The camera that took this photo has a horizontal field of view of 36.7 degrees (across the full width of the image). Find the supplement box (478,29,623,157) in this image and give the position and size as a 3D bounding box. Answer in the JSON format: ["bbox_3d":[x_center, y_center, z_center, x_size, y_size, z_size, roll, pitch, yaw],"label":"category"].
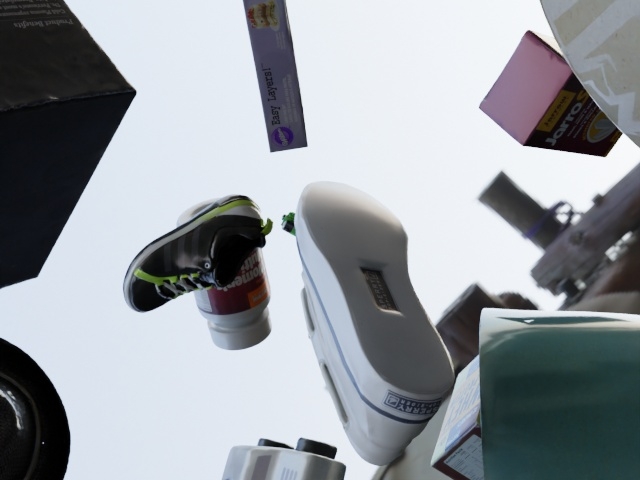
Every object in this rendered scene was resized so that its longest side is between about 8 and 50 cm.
[{"bbox_3d":[0.284,-0.163,1.103,0.188,0.104,0.081,0,-140,-45],"label":"supplement box"}]

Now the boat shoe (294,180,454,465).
[{"bbox_3d":[0.021,0.050,0.710,0.095,0.084,0.258,14,-148,-16],"label":"boat shoe"}]

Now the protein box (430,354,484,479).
[{"bbox_3d":[0.304,0.288,1.457,0.201,0.136,0.199,32,-138,-3],"label":"protein box"}]

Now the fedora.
[{"bbox_3d":[-0.461,0.254,1.126,0.334,0.152,0.333,3,-103,-14],"label":"fedora"}]

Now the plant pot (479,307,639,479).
[{"bbox_3d":[0.256,0.192,0.754,0.235,0.293,0.293,-4,-133,13],"label":"plant pot"}]

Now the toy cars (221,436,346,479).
[{"bbox_3d":[-0.041,0.266,0.739,0.087,0.176,0.393,21,-157,-20],"label":"toy cars"}]

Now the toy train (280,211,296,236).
[{"bbox_3d":[0.000,0.000,0.891,0.083,0.017,0.023,27,-144,-4],"label":"toy train"}]

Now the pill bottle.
[{"bbox_3d":[-0.144,0.054,1.507,0.121,0.221,0.121,-9,-152,5],"label":"pill bottle"}]

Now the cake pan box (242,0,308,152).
[{"bbox_3d":[-0.072,-0.297,1.497,0.070,0.266,0.245,-9,-148,1],"label":"cake pan box"}]

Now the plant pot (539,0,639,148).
[{"bbox_3d":[0.246,-0.162,0.325,0.257,0.274,0.256,3,-105,-13],"label":"plant pot"}]

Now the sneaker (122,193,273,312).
[{"bbox_3d":[-0.165,0.031,1.280,0.084,0.235,0.097,38,-163,-47],"label":"sneaker"}]

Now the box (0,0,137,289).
[{"bbox_3d":[-0.610,-0.216,1.521,0.297,0.480,0.471,-19,-114,-48],"label":"box"}]
